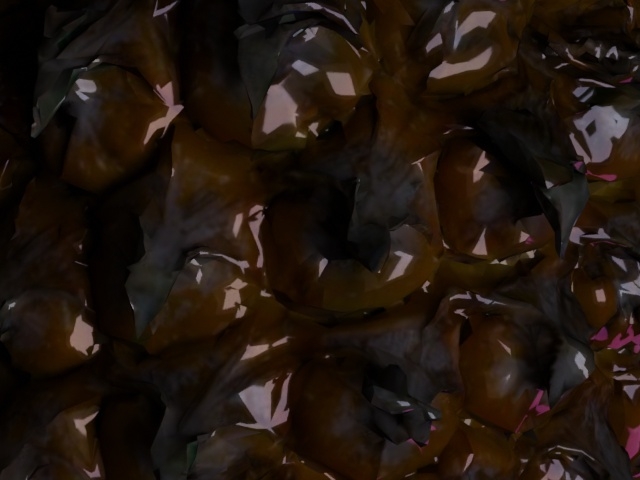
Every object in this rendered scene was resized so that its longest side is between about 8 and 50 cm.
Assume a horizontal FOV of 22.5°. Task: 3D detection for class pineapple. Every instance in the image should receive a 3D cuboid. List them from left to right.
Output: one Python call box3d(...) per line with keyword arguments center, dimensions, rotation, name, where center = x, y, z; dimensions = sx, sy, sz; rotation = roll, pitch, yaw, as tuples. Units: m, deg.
box3d(center=(-0.003, -0.001, 0.597), dimensions=(0.352, 0.352, 0.300), rotation=(13, 95, -47), name="pineapple")
